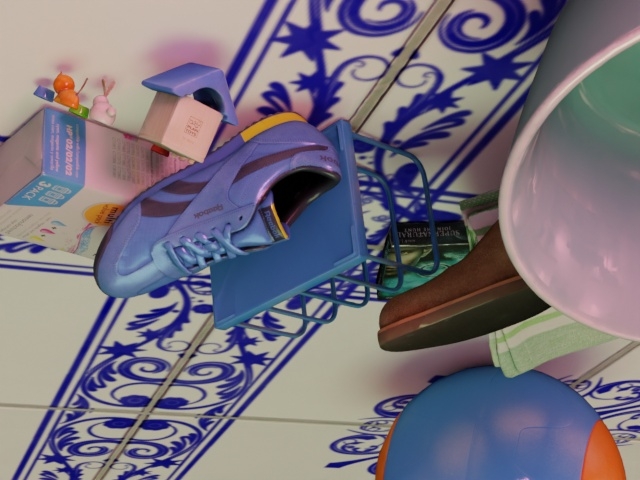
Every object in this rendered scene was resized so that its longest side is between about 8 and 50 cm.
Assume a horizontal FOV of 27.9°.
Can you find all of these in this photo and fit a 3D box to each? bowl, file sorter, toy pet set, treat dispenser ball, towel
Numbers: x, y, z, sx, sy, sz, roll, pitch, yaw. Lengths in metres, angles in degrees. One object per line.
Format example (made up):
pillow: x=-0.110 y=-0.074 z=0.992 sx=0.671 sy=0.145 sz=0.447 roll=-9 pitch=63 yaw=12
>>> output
bowl: x=0.263 y=-0.085 z=0.831 sx=0.311 sy=0.163 sz=0.312 roll=0 pitch=137 yaw=0
file sorter: x=0.000 y=0.000 z=1.063 sx=0.104 sy=0.118 sz=0.170 roll=17 pitch=147 yaw=-42
toy pet set: x=-0.121 y=-0.104 z=0.926 sx=0.122 sy=0.065 sz=0.114 roll=24 pitch=177 yaw=-40
treat dispenser ball: x=0.205 y=0.287 z=1.480 sx=0.288 sy=0.288 sz=0.288 roll=-3 pitch=154 yaw=-2
towel: x=0.260 y=0.018 z=1.173 sx=0.247 sy=0.038 sz=0.325 roll=-19 pitch=148 yaw=4

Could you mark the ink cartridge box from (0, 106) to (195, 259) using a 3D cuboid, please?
ink cartridge box: x=-0.168 y=-0.033 z=1.031 sx=0.181 sy=0.062 sz=0.104 roll=17 pitch=146 yaw=-38

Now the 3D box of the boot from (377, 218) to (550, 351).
boot: x=0.170 y=-0.010 z=0.998 sx=0.305 sy=0.115 sz=0.112 roll=-27 pitch=167 yaw=0

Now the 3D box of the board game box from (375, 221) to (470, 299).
board game box: x=0.151 y=0.019 z=1.226 sx=0.186 sy=0.026 sz=0.126 roll=-2 pitch=154 yaw=-4

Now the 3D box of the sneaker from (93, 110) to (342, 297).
sneaker: x=-0.078 y=-0.014 z=0.970 sx=0.209 sy=0.082 sz=0.069 roll=-34 pitch=136 yaw=1
